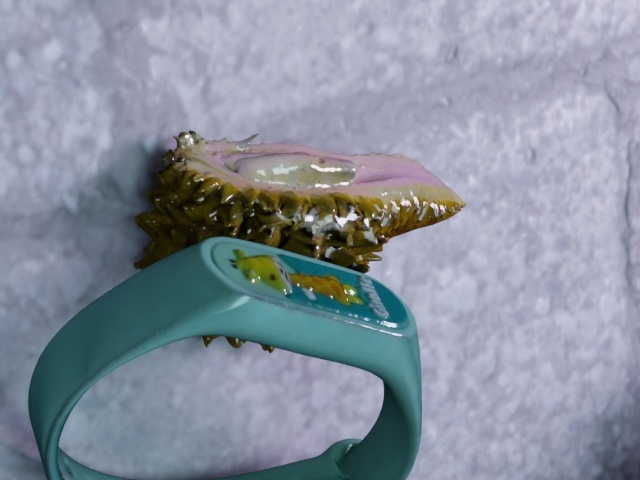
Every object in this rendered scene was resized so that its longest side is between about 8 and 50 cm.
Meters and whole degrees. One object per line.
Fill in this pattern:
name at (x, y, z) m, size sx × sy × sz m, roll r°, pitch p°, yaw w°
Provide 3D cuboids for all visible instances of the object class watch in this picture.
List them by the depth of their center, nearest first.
watch at (-0.042, 0.096, 1.047) m, size 0.237 × 0.068 × 0.195 m, roll 13°, pitch 119°, yaw -32°

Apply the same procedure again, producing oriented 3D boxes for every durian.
durian at (0.005, -0.004, 1.098) m, size 0.224 × 0.078 × 0.140 m, roll -12°, pitch 105°, yaw -28°
